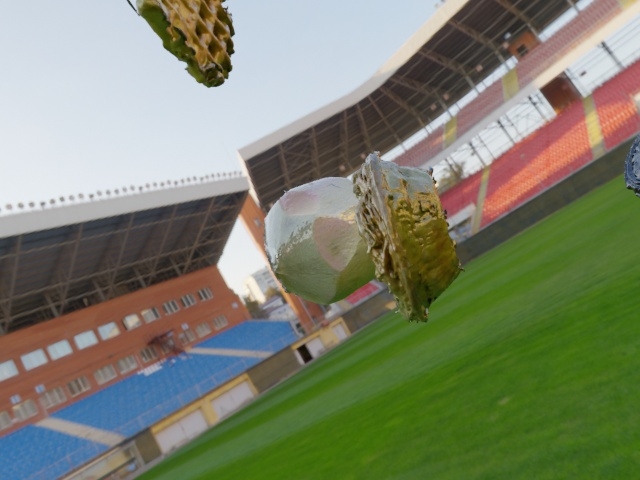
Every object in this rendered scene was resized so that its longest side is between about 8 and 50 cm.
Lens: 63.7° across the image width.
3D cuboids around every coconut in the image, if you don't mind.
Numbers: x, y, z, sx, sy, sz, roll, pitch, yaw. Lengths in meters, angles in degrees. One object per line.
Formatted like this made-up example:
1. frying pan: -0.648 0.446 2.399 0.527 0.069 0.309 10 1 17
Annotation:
1. coconut: 0.000 0.002 0.936 0.231 0.226 0.227 -21 -13 -32

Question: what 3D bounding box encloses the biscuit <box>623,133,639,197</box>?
1. biscuit: 0.625 -0.164 0.926 0.194 0.053 0.194 -157 90 -89

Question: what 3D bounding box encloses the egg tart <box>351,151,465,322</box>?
1. egg tart: 0.105 -0.007 0.586 0.090 0.212 0.213 -16 -5 16

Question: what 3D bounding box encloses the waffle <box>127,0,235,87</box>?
1. waffle: -0.210 -0.381 0.831 0.060 0.261 0.280 -7 18 18
